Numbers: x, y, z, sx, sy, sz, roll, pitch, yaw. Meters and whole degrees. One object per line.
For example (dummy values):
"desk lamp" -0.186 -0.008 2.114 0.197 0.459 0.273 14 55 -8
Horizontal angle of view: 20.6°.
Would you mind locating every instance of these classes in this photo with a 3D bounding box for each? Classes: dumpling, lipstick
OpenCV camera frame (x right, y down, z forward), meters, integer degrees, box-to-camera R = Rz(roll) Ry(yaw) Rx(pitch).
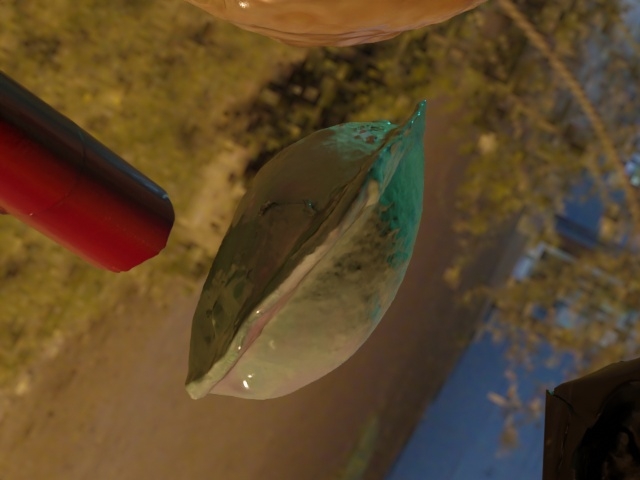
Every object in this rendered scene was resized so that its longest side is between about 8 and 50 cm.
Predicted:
"dumpling" -0.008 -0.002 1.002 0.217 0.105 0.149 -52 150 -18
"lipstick" -0.173 -0.048 1.041 0.073 0.073 0.279 -62 154 -7

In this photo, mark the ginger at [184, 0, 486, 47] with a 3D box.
"ginger" 0.052 -0.179 0.380 0.190 0.126 0.354 -16 148 -28

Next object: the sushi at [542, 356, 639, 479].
"sushi" 0.186 0.093 0.639 0.172 0.150 0.153 46 40 -42
